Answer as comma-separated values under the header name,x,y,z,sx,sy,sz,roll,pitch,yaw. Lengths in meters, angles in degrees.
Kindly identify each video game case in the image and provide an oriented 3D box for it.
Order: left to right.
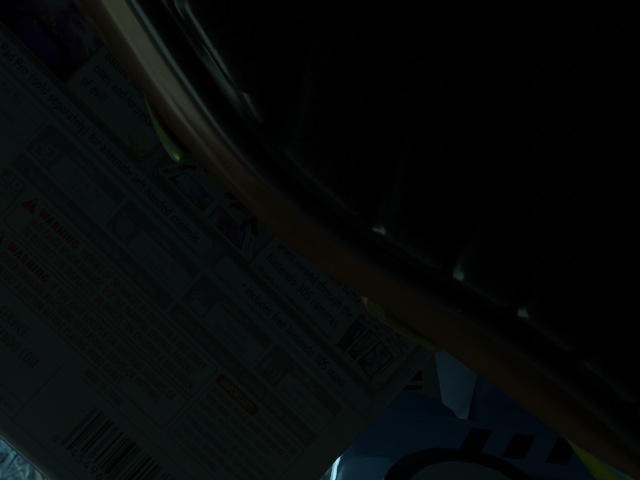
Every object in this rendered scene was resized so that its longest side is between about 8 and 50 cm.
name,x,y,z,sx,sy,sz,roll,pitch,yaw
video game case,-0.061,-0.034,0.675,0.269,0.244,0.061,46,173,-20

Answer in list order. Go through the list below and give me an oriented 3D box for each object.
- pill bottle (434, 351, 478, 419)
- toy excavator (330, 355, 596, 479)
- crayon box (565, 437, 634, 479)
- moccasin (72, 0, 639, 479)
name,x,y,z,sx,sy,sz,roll,pitch,yaw
pill bottle,0.037,0.084,1.475,0.301,0.169,0.169,44,176,10
toy excavator,0.079,0.155,1.210,0.433,0.222,0.445,8,-149,0
crayon box,0.205,0.121,0.802,0.202,0.081,0.318,41,176,33
moccasin,0.030,-0.051,0.527,0.380,0.139,0.147,35,174,-41
